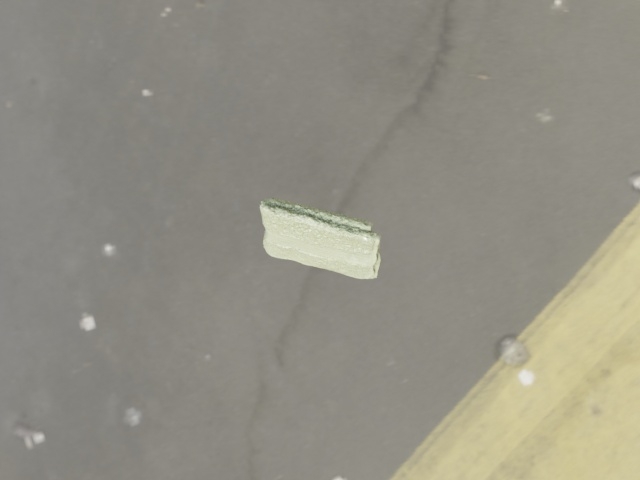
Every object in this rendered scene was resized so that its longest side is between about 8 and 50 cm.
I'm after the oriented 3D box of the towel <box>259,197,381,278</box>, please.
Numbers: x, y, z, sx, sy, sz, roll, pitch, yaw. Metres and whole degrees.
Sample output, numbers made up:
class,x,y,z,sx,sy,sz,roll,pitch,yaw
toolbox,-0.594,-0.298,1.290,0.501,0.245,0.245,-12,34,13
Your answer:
class,x,y,z,sx,sy,sz,roll,pitch,yaw
towel,0.000,0.000,1.578,0.148,0.027,0.110,16,149,11
